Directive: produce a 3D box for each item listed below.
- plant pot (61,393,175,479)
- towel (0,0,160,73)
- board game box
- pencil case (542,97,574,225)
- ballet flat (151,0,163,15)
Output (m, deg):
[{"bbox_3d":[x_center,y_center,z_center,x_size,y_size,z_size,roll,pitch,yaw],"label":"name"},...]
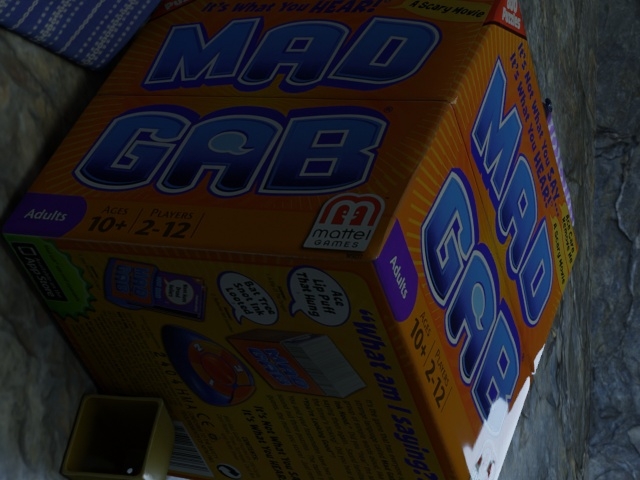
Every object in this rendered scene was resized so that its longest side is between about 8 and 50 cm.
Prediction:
[{"bbox_3d":[-0.178,0.198,1.267,0.083,0.081,0.081,66,30,-53],"label":"plant pot"},{"bbox_3d":[-0.197,-0.271,1.133,0.243,0.040,0.336,-48,156,9],"label":"towel"},{"bbox_3d":[0.000,0.000,1.287,0.356,0.356,0.356,-63,145,-36],"label":"board game box"},{"bbox_3d":[0.277,-0.091,1.799,0.088,0.086,0.206,-108,179,-53],"label":"pencil case"},{"bbox_3d":[-0.157,-0.266,1.382,0.188,0.070,0.070,39,53,-61],"label":"ballet flat"}]
